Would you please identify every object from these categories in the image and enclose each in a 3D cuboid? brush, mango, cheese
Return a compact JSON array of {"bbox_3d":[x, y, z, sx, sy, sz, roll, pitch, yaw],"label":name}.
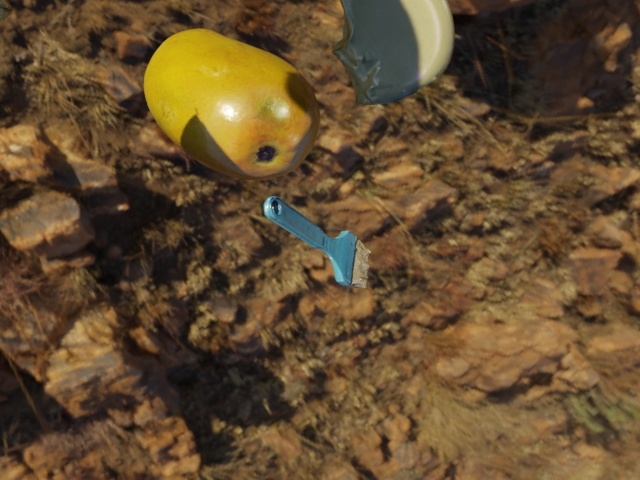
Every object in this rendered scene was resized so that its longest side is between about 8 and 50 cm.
[{"bbox_3d":[0.000,0.000,0.733,0.014,0.051,0.164,-9,153,32],"label":"brush"},{"bbox_3d":[-0.140,-0.210,1.212,0.211,0.317,0.173,-29,143,-30],"label":"mango"},{"bbox_3d":[0.087,-0.299,1.114,0.175,0.091,0.203,-30,106,-4],"label":"cheese"}]

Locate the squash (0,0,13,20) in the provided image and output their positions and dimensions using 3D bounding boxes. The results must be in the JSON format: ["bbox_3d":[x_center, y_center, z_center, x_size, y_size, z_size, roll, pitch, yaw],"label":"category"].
[{"bbox_3d":[-0.430,-0.155,0.679,0.288,0.203,0.111,-35,98,10],"label":"squash"}]
